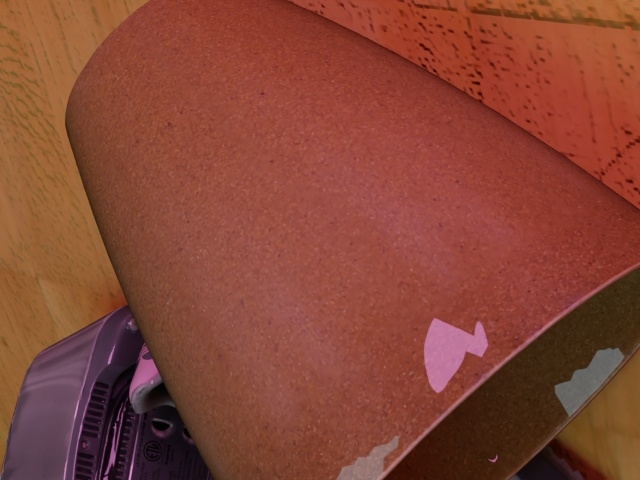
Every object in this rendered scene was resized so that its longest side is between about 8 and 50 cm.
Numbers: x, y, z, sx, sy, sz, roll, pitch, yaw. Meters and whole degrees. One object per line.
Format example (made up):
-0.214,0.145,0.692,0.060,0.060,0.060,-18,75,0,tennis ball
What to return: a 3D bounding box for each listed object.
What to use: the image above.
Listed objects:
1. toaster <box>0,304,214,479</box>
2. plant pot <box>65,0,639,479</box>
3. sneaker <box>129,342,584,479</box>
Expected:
-0.125,0.154,0.945,0.129,0.227,0.146,16,161,-30,toaster
0.000,0.000,0.704,0.254,0.237,0.237,48,143,18,plant pot
0.031,0.139,0.848,0.319,0.131,0.112,36,140,11,sneaker
